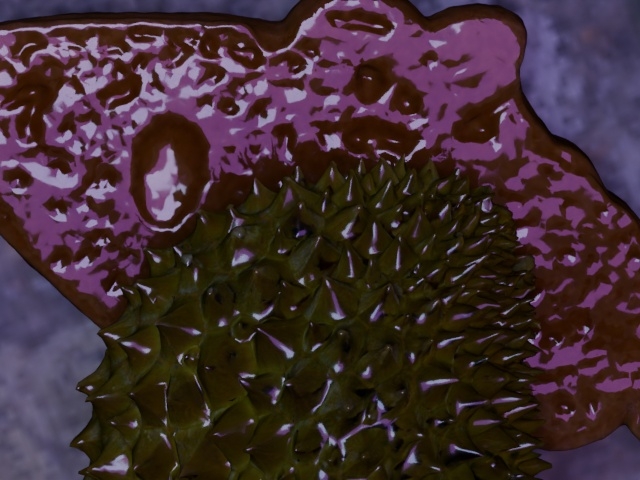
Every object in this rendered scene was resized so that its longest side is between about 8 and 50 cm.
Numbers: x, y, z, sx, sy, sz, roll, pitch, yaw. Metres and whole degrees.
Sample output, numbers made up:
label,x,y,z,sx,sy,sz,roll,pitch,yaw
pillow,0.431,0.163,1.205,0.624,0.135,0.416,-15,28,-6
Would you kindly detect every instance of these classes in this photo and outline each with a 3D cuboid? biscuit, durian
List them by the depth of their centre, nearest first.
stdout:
label,x,y,z,sx,sy,sz,roll,pitch,yaw
durian,-0.001,0.082,0.597,0.146,0.102,0.208,-1,104,-8
biscuit,0.000,0.000,0.645,0.280,0.043,0.183,21,96,-3
